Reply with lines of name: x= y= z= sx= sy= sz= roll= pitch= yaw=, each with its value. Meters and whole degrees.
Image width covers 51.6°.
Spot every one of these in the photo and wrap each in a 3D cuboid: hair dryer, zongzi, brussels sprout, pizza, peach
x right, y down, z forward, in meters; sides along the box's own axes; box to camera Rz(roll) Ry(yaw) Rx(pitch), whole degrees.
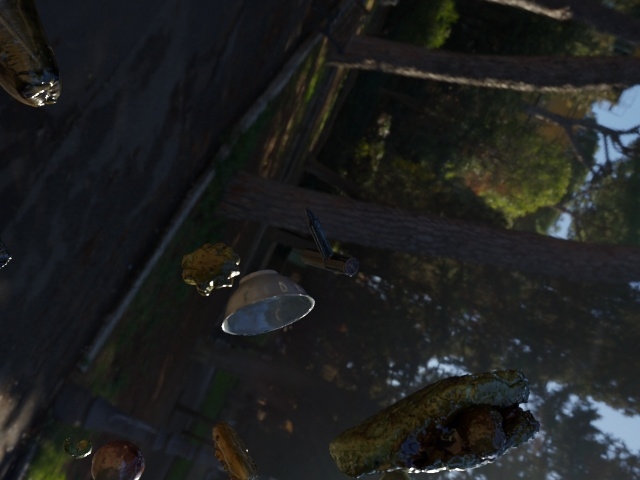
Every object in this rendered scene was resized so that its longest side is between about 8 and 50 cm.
hair dryer: x=-0.012 y=-0.006 z=1.587 sx=0.173 sy=0.195 sz=0.050 roll=9 pitch=-134 yaw=50
zongzi: x=-0.695 y=-0.386 z=1.331 sx=0.288 sy=0.286 sz=0.134 roll=-16 pitch=162 yaw=-30
brussels sprout: x=-0.661 y=0.562 z=1.792 sx=0.046 sy=0.083 sz=0.051 roll=-13 pitch=-117 yaw=35
pizza: x=-0.188 y=0.447 z=1.392 sx=0.058 sy=0.127 sz=0.246 roll=-37 pitch=-154 yaw=-9
peach: x=-0.324 y=0.359 z=1.064 sx=0.083 sy=0.083 sz=0.083 roll=-158 pitch=-90 yaw=-89

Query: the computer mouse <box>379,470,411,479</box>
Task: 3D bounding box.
computer mouse: x=0.160 y=0.588 z=1.513 sx=0.182 sy=0.056 sz=0.089 roll=-56 pitch=-133 yaw=26

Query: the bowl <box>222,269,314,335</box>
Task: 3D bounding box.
bowl: x=-0.114 y=0.113 z=1.317 sx=0.189 sy=0.188 sz=0.086 roll=114 pitch=-37 yaw=-57

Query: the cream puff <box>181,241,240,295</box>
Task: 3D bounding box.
cream puff: x=-0.159 y=0.041 z=0.975 sx=0.083 sy=0.083 sz=0.058 roll=-60 pitch=167 yaw=0

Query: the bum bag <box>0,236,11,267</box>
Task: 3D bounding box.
bum bag: x=-0.596 y=0.061 z=1.070 sx=0.197 sy=0.087 sz=0.049 roll=-44 pitch=-169 yaw=-4

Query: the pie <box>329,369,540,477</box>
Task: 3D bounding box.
pie: x=0.246 y=0.399 z=1.436 sx=0.395 sy=0.418 sz=0.181 roll=5 pitch=67 yaw=-55
